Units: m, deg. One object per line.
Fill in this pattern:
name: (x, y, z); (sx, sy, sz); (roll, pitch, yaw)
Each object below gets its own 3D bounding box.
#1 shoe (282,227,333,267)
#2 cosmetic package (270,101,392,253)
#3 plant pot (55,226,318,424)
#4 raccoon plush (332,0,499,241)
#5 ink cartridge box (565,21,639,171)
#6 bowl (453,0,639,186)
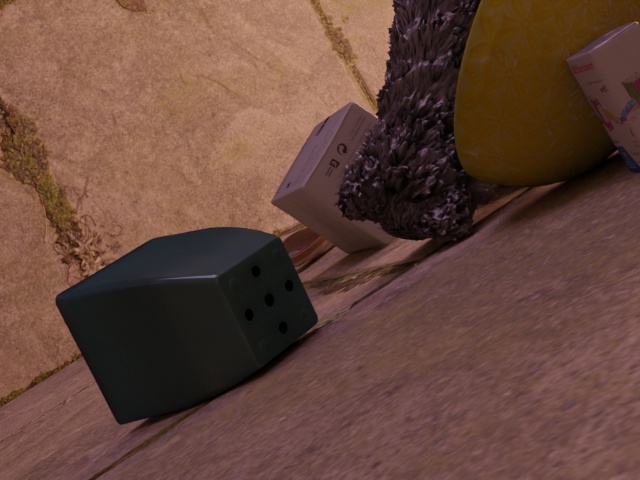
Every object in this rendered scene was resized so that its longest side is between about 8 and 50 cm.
shoe: (0.000, 0.000, 1.925); (0.076, 0.058, 0.219); (-3, 24, 35)
cosmetic package: (0.044, -0.087, 1.607); (0.151, 0.151, 0.184); (-60, 12, -14)
plant pot: (-0.132, 0.081, 1.191); (0.234, 0.165, 0.166); (-15, 14, 45)
raccoon plush: (0.109, -0.211, 1.243); (0.216, 0.446, 0.299); (-2, 31, 34)
ink cartridge box: (0.275, -0.124, 0.963); (0.052, 0.122, 0.088); (-30, 4, 1)
bowl: (0.272, -0.172, 1.108); (0.156, 0.289, 0.289); (23, 37, 28)
